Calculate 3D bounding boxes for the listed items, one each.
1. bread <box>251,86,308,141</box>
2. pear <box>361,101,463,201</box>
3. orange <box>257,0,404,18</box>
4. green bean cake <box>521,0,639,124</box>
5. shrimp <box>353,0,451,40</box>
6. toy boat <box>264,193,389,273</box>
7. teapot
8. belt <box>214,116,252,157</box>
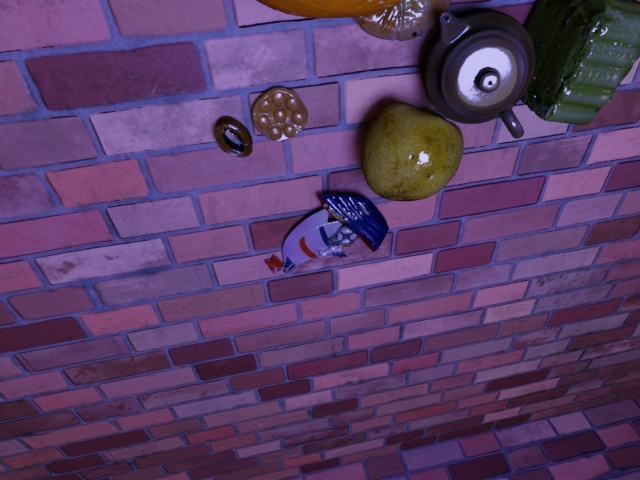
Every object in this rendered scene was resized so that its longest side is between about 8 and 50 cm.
[{"bbox_3d":[-0.077,-0.241,0.810,0.109,0.025,0.110,-6,131,-7],"label":"bread"},{"bbox_3d":[0.174,-0.165,0.825,0.197,0.197,0.198,-7,131,-8],"label":"pear"},{"bbox_3d":[-0.006,-0.438,0.403,0.423,0.326,0.425,19,130,24],"label":"orange"},{"bbox_3d":[0.440,-0.332,0.744,0.112,0.214,0.201,5,131,-12],"label":"green bean cake"},{"bbox_3d":[0.092,-0.414,0.688,0.266,0.061,0.145,4,138,-21],"label":"shrimp"},{"bbox_3d":[0.003,-0.021,1.006,0.317,0.072,0.219,-11,135,8],"label":"toy boat"},{"bbox_3d":[0.282,-0.284,0.734,0.185,0.175,0.267,-34,113,27],"label":"teapot"},{"bbox_3d":[-0.169,-0.199,0.816,0.059,0.036,0.083,-32,130,22],"label":"belt"}]
